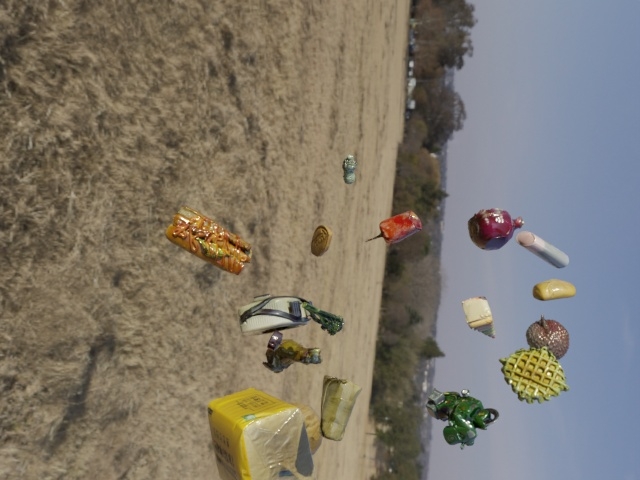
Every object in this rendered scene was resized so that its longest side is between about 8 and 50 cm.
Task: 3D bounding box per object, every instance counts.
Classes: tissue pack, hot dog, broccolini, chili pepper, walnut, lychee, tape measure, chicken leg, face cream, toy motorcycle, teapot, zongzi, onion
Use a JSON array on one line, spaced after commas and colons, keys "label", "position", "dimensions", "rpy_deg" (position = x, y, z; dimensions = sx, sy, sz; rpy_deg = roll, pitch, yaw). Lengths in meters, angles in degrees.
[{"label": "tissue pack", "position": [-0.204, 0.670, 1.589], "dimensions": [0.382, 0.229, 0.292], "rpy_deg": [-12, -91, 60]}, {"label": "hot dog", "position": [-0.426, 0.003, 1.900], "dimensions": [0.158, 0.349, 0.117], "rpy_deg": [-63, -166, -23]}, {"label": "broccolini", "position": [0.009, 0.272, 1.794], "dimensions": [0.202, 0.091, 0.068], "rpy_deg": [47, 26, -28]}, {"label": "chili pepper", "position": [0.233, -0.032, 1.600], "dimensions": [0.084, 0.192, 0.086], "rpy_deg": [67, 13, 3]}, {"label": "walnut", "position": [-0.101, 0.767, 1.957], "dimensions": [0.228, 0.228, 0.227], "rpy_deg": [3, 90, -80]}, {"label": "lychee", "position": [0.918, 0.392, 1.978], "dimensions": [0.165, 0.165, 0.197], "rpy_deg": [-70, 143, -61]}, {"label": "tape measure", "position": [-0.163, 0.266, 1.806], "dimensions": [0.231, 0.271, 0.132], "rpy_deg": [71, 9, -75]}, {"label": "chicken leg", "position": [-0.151, 0.516, 2.190], "dimensions": [0.140, 0.212, 0.361], "rpy_deg": [64, -24, -3]}, {"label": "face cream", "position": [0.733, 0.030, 1.609], "dimensions": [0.057, 0.198, 0.084], "rpy_deg": [-61, -152, 4]}, {"label": "toy motorcycle", "position": [0.453, 0.589, 1.641], "dimensions": [0.124, 0.187, 0.275], "rpy_deg": [65, -20, -11]}, {"label": "teapot", "position": [-0.150, 0.344, 1.662], "dimensions": [0.100, 0.045, 0.067], "rpy_deg": [-27, 141, -80]}, {"label": "zongzi", "position": [0.024, 0.446, 1.316], "dimensions": [0.176, 0.079, 0.160], "rpy_deg": [-16, -136, 62]}, {"label": "onion", "position": [0.693, -0.042, 1.902], "dimensions": [0.195, 0.218, 0.139], "rpy_deg": [98, -13, -61]}]

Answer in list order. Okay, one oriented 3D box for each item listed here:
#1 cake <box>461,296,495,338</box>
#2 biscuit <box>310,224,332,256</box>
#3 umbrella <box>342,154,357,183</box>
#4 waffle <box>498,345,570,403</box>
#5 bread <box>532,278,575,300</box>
[{"label": "cake", "position": [0.618, 0.285, 1.824], "dimensions": [0.225, 0.090, 0.109], "rpy_deg": [29, 40, -45]}, {"label": "biscuit", "position": [0.000, 0.000, 2.334], "dimensions": [0.221, 0.029, 0.141], "rpy_deg": [138, -50, -59]}, {"label": "umbrella", "position": [0.129, -0.319, 2.197], "dimensions": [0.062, 0.067, 0.143], "rpy_deg": [-77, 172, -53]}, {"label": "waffle", "position": [0.790, 0.497, 1.816], "dimensions": [0.054, 0.208, 0.214], "rpy_deg": [61, 14, -48]}, {"label": "bread", "position": [0.686, 0.143, 1.444], "dimensions": [0.082, 0.115, 0.056], "rpy_deg": [-53, 134, -84]}]
